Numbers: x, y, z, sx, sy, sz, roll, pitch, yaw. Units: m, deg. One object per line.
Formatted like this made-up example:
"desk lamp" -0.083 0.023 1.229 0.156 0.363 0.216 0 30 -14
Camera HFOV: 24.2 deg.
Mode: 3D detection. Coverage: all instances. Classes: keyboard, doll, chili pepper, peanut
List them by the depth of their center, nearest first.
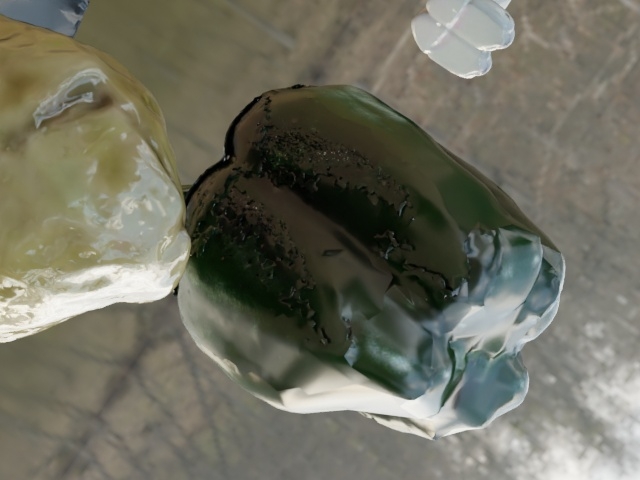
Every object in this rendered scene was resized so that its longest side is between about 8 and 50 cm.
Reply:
"peanut" -0.204 -0.056 0.702 0.174 0.340 0.158 -59 166 10
"chili pepper" 0.000 0.000 0.790 0.174 0.261 0.165 3 114 -47
"keyboard" -0.224 -0.243 1.287 0.015 0.074 0.196 -27 -139 59
"doll" 0.182 -0.279 1.356 0.208 0.144 0.271 -51 -170 31
